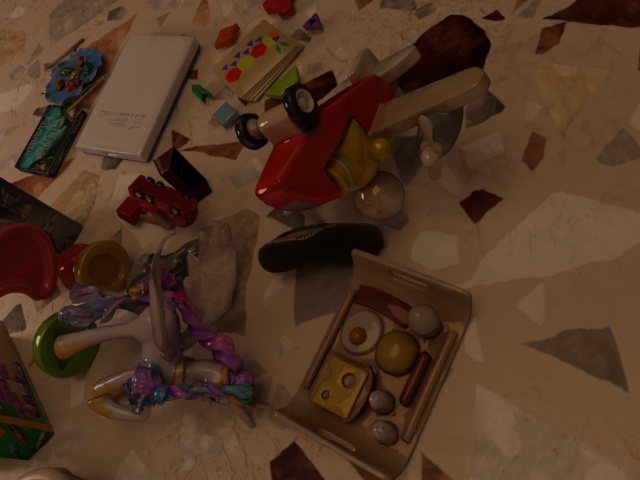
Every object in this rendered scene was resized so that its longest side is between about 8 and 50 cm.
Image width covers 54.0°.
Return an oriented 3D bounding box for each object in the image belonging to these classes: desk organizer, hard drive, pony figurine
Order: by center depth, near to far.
[{"bbox_3d":[-0.271,0.154,1.084,0.363,0.303,0.351,-4,97,18],"label":"pony figurine"},{"bbox_3d":[-0.276,-0.129,1.268,0.050,0.130,0.047,-35,57,3],"label":"desk organizer"},{"bbox_3d":[-0.431,-0.342,1.487,0.210,0.040,0.319,11,72,28],"label":"hard drive"}]

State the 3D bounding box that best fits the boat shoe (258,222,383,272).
[{"bbox_3d":[0.000,0.001,1.119,0.223,0.080,0.073,-12,25,8],"label":"boat shoe"}]

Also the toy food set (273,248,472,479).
[{"bbox_3d":[0.079,0.184,0.989,0.219,0.092,0.306,20,76,29],"label":"toy food set"}]

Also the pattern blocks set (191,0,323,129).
[{"bbox_3d":[-0.139,-0.402,1.395,0.324,0.026,0.285,-37,58,4],"label":"pattern blocks set"}]

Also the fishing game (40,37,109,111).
[{"bbox_3d":[-0.639,-0.428,1.603,0.189,0.041,0.264,-38,50,3],"label":"fishing game"}]

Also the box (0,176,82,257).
[{"bbox_3d":[-0.636,-0.005,1.309,0.056,0.231,0.183,16,73,32],"label":"box"}]

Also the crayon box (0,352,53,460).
[{"bbox_3d":[-0.650,0.284,1.219,0.081,0.165,0.278,-43,57,0],"label":"crayon box"}]

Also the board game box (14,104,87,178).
[{"bbox_3d":[-0.667,-0.248,1.556,0.126,0.026,0.186,12,72,28],"label":"board game box"}]

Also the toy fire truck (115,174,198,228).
[{"bbox_3d":[-0.333,-0.064,1.279,0.192,0.135,0.047,23,56,13],"label":"toy fire truck"}]

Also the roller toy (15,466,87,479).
[{"bbox_3d":[-0.448,0.490,1.047,0.209,0.146,0.191,9,62,33],"label":"roller toy"}]

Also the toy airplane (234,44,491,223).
[{"bbox_3d":[0.066,-0.167,1.076,0.384,0.386,0.273,-30,102,-1],"label":"toy airplane"}]

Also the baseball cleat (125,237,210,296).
[{"bbox_3d":[-0.304,0.042,1.237,0.205,0.072,0.109,-37,51,0],"label":"baseball cleat"}]

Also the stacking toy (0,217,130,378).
[{"bbox_3d":[-0.545,0.106,1.200,0.130,0.309,0.280,8,81,35],"label":"stacking toy"}]
